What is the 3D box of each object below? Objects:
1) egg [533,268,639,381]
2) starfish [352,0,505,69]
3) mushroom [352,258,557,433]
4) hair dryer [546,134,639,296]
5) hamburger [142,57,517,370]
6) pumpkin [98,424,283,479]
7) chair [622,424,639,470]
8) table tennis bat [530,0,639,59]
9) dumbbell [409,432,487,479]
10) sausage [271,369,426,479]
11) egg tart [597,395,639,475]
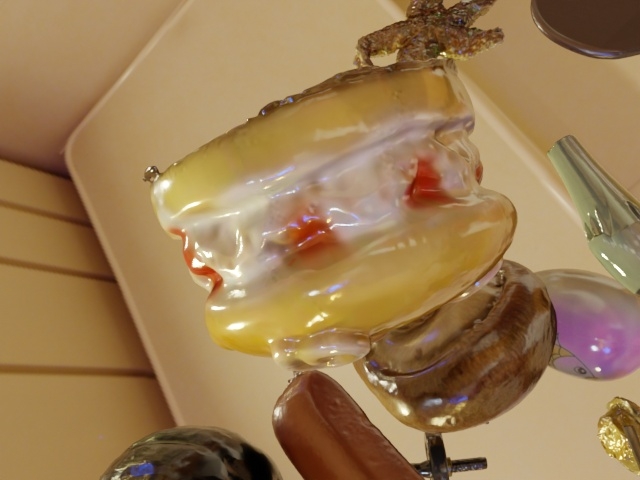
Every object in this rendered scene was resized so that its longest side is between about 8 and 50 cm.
[{"bbox_3d":[0.456,0.145,1.213,0.196,0.196,0.271,32,175,-35],"label":"egg"},{"bbox_3d":[0.115,-0.203,0.685,0.150,0.210,0.053,9,156,30],"label":"starfish"},{"bbox_3d":[0.176,0.139,1.031,0.259,0.345,0.345,54,-164,-18],"label":"mushroom"},{"bbox_3d":[0.388,-0.062,0.836,0.219,0.225,0.088,45,155,15],"label":"hair dryer"},{"bbox_3d":[0.000,0.000,0.536,0.261,0.302,0.186,-20,-88,-53],"label":"hamburger"},{"bbox_3d":[-0.164,0.373,0.765,0.315,0.238,0.315,-1,-90,-73],"label":"pumpkin"},{"bbox_3d":[0.368,0.274,0.629,0.104,0.095,0.221,39,-143,-52],"label":"chair"},{"bbox_3d":[0.251,-0.203,0.513,0.170,0.107,0.119,39,158,25],"label":"table tennis bat"},{"bbox_3d":[0.144,0.429,1.246,0.143,0.325,0.143,-7,-90,-86],"label":"dumbbell"},{"bbox_3d":[0.059,0.275,0.723,0.348,0.097,0.094,43,-155,29],"label":"sausage"},{"bbox_3d":[0.485,0.316,1.076,0.049,0.129,0.129,-10,-137,-13],"label":"egg tart"}]
